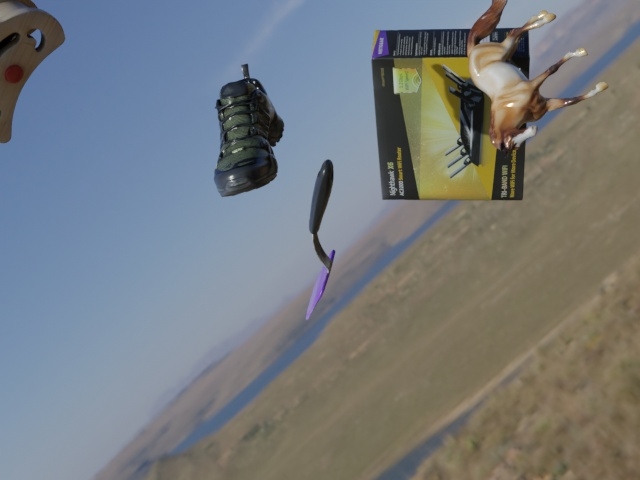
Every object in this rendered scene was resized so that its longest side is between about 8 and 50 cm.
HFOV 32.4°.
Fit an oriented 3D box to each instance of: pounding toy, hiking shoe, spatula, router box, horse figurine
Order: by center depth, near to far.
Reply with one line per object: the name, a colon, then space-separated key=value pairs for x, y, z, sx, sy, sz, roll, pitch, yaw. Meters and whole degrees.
spatula: x=0.000 y=0.000 z=1.412 sx=0.296 sy=0.030 sz=0.084 roll=91 pitch=-168 yaw=-52
hiking shoe: x=-0.106 y=-0.141 z=1.413 sx=0.086 sy=0.114 sz=0.227 roll=-17 pitch=28 yaw=12
horse figurine: x=0.276 y=-0.240 z=1.549 sx=0.174 sy=0.263 sz=0.066 roll=-32 pitch=-37 yaw=7
pounding toy: x=-0.488 y=-0.295 z=1.624 sx=0.154 sy=0.155 sz=0.270 roll=-9 pitch=-53 yaw=-47
router box: x=0.213 y=-0.199 z=1.796 sx=0.309 sy=0.242 sz=0.081 roll=81 pitch=-167 yaw=-46
